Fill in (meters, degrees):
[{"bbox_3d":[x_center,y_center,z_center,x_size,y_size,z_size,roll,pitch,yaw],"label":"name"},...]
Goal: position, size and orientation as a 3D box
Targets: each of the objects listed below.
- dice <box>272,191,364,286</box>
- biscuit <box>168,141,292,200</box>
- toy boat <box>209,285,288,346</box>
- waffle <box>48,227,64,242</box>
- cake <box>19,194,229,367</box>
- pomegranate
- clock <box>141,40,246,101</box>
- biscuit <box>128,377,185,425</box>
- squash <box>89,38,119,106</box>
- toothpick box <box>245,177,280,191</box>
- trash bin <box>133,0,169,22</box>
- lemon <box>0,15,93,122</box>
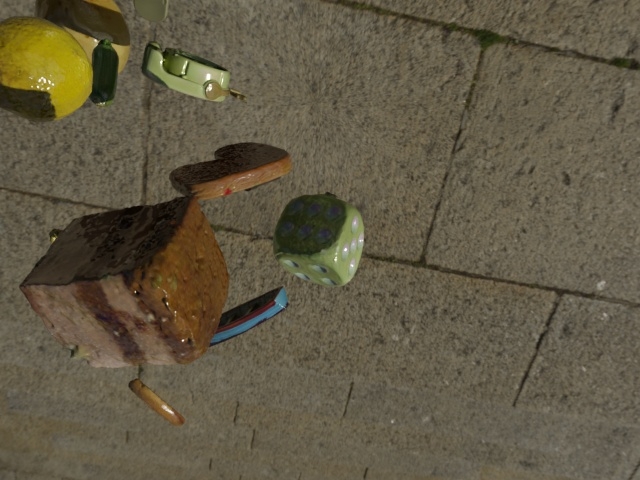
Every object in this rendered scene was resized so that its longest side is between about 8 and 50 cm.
[{"bbox_3d":[0.000,0.000,1.438,0.251,0.255,0.250,9,154,22],"label":"dice"},{"bbox_3d":[-0.213,-0.160,0.942,0.277,0.262,0.052,-27,122,-34],"label":"biscuit"},{"bbox_3d":[-0.268,0.254,1.321,0.392,0.136,0.079,-29,103,24],"label":"toy boat"},{"bbox_3d":[-0.566,-0.007,1.031,0.191,0.160,0.046,4,93,29],"label":"waffle"},{"bbox_3d":[-0.311,0.067,0.643,0.292,0.199,0.196,-6,130,10],"label":"cake"},{"bbox_3d":[-0.849,-0.750,1.502,0.332,0.332,0.333,0,108,-1],"label":"pomegranate"},{"bbox_3d":[-0.378,-0.505,1.266,0.307,0.235,0.096,12,113,-27],"label":"clock"},{"bbox_3d":[-0.393,0.406,1.014,0.144,0.224,0.033,35,61,10],"label":"biscuit"},{"bbox_3d":[-0.600,-0.461,1.149,0.068,0.077,0.219,-7,72,4],"label":"squash"},{"bbox_3d":[-0.235,-0.257,1.590,0.148,0.098,0.099,-28,113,-37],"label":"toothpick box"},{"bbox_3d":[-0.597,-0.982,1.514,0.121,0.243,0.248,11,70,-21],"label":"trash bin"},{"bbox_3d":[-0.572,-0.344,0.839,0.192,0.231,0.192,18,142,14],"label":"lemon"}]
